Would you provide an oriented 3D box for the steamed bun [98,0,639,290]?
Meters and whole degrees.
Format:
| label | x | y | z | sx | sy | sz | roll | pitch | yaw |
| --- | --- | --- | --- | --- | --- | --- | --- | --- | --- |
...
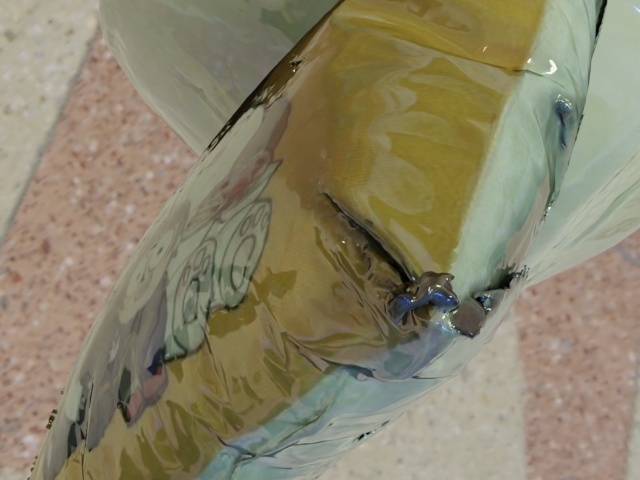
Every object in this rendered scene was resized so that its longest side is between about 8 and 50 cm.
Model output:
| label | x | y | z | sx | sy | sz | roll | pitch | yaw |
| --- | --- | --- | --- | --- | --- | --- | --- | --- | --- |
| steamed bun | 0.060 | -0.134 | 0.904 | 0.371 | 0.456 | 0.290 | 46 | 63 | 5 |

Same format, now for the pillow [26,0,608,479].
| label | x | y | z | sx | sy | sz | roll | pitch | yaw |
| --- | --- | --- | --- | --- | --- | --- | --- | --- | --- |
| pillow | 0.000 | 0.000 | 0.597 | 0.119 | 0.310 | 0.312 | 36 | 44 | -7 |
